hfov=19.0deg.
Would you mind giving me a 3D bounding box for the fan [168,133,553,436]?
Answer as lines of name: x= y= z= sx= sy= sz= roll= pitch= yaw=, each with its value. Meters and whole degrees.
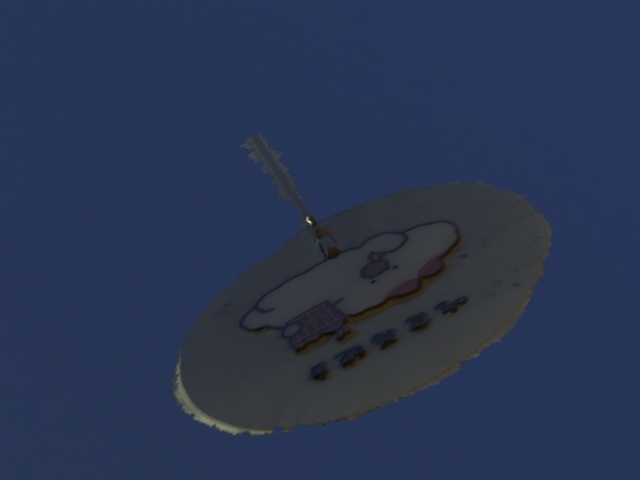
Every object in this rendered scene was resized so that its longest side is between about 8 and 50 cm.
fan: x=0.000 y=-0.001 z=0.940 sx=0.191 sy=0.329 sz=0.009 roll=-27 pitch=-63 yaw=-1
